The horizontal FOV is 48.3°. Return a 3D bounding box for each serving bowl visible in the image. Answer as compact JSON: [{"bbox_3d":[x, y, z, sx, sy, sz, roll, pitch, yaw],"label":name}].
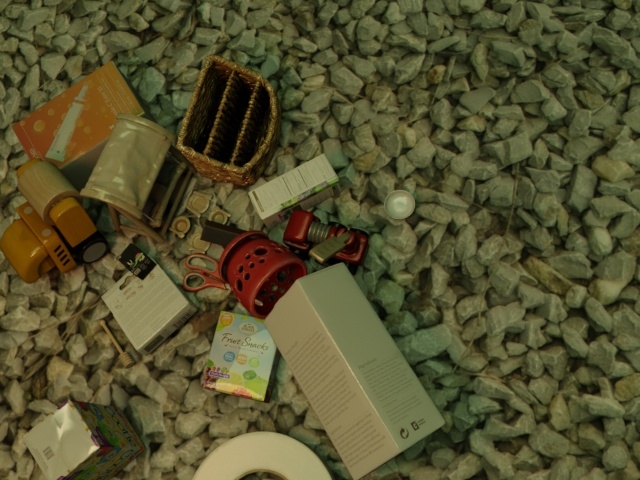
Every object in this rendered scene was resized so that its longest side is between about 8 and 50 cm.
[{"bbox_3d":[0.215,-0.094,1.937,0.083,0.027,0.083,-2,74,8],"label":"serving bowl"}]

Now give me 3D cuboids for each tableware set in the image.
[{"bbox_3d":[-0.343,-0.052,2.016,0.141,0.020,0.169,32,80,16],"label":"tableware set"}]

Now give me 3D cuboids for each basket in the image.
[{"bbox_3d":[-0.234,-0.323,1.974,0.213,0.223,0.299,14,75,13],"label":"basket"}]

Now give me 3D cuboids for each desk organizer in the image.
[{"bbox_3d":[-0.262,-0.014,1.966,0.130,0.050,0.047,16,109,-12],"label":"desk organizer"}]

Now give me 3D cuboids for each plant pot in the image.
[{"bbox_3d":[-0.156,0.082,1.859,0.191,0.191,0.174,-47,57,-6],"label":"plant pot"}]

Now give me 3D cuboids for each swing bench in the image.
[{"bbox_3d":[-0.486,-0.165,1.936,0.165,0.255,0.253,14,70,13],"label":"swing bench"}]

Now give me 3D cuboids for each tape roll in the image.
[{"bbox_3d":[-0.140,0.667,1.743,0.392,0.072,0.392,-2,74,8],"label":"tape roll"}]

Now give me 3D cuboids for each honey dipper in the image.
[{"bbox_3d":[-0.559,0.278,1.948,0.030,0.030,0.161,-37,69,-3],"label":"honey dipper"}]

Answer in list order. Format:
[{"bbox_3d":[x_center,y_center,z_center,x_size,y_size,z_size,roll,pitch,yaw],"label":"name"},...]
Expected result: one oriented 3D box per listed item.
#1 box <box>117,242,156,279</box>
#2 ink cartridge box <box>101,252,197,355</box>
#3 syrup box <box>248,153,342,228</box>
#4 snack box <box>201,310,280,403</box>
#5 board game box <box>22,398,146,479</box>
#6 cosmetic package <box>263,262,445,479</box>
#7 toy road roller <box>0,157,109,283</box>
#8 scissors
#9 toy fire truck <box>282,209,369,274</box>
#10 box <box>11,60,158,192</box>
[{"bbox_3d":[-0.511,0.058,1.982,0.083,0.052,0.062,35,81,35],"label":"box"},{"bbox_3d":[-0.473,0.174,1.965,0.189,0.066,0.232,-43,51,-5],"label":"ink cartridge box"},{"bbox_3d":[-0.068,-0.133,1.959,0.237,0.093,0.096,-28,72,0],"label":"syrup box"},{"bbox_3d":[-0.198,0.303,1.862,0.174,0.070,0.207,9,73,11],"label":"snack box"},{"bbox_3d":[-0.570,0.498,1.753,0.142,0.275,0.144,-40,72,-4],"label":"board game box"},{"bbox_3d":[0.068,0.310,1.711,0.161,0.230,0.453,-19,69,-38],"label":"cosmetic package"},{"bbox_3d":[-0.742,-0.030,1.911,0.240,0.329,0.202,-38,65,-20],"label":"toy road roller"},{"bbox_3d":[-0.243,0.114,1.950,0.297,0.021,0.109,14,75,14],"label":"scissors"},{"bbox_3d":[0.000,0.000,1.827,0.217,0.246,0.158,18,77,13],"label":"toy fire truck"},{"bbox_3d":[-0.667,-0.315,2.068,0.345,0.168,0.215,-35,72,-2],"label":"box"}]
